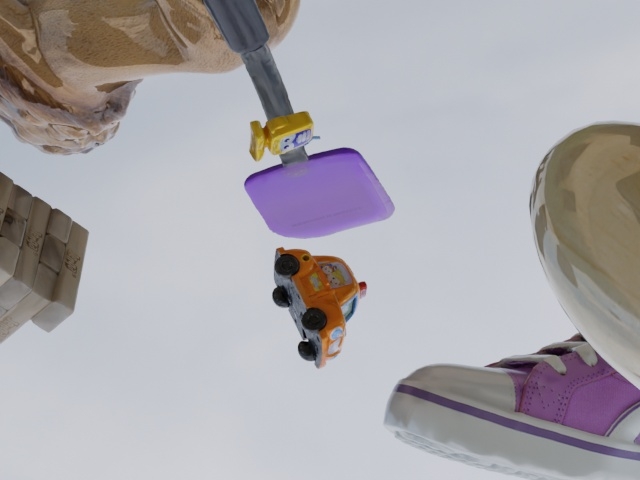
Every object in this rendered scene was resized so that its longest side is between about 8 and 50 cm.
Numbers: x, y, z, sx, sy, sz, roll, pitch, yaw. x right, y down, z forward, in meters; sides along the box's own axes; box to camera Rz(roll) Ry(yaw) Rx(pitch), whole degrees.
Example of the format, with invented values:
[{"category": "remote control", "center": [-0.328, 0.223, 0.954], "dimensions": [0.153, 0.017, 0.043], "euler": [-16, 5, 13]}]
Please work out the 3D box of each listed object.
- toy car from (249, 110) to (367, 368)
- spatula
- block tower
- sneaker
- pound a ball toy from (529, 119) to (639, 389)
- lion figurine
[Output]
[{"category": "toy car", "center": [0.000, 0.000, 0.792], "dimensions": [0.041, 0.122, 0.060], "euler": [-19, -135, -16]}, {"category": "spatula", "center": [-0.035, -0.097, 1.058], "dimensions": [0.084, 0.296, 0.030], "euler": [-16, -138, 12]}, {"category": "block tower", "center": [-0.314, -0.044, 1.140], "dimensions": [0.097, 0.335, 0.091], "euler": [-38, -150, 30]}, {"category": "sneaker", "center": [0.167, 0.054, 0.899], "dimensions": [0.282, 0.161, 0.102], "euler": [9, 176, -25]}, {"category": "pound a ball toy", "center": [0.098, -0.153, 0.327], "dimensions": [0.319, 0.208, 0.136], "euler": [-48, -149, -3]}, {"category": "lion figurine", "center": [-0.133, -0.166, 1.219], "dimensions": [0.392, 0.240, 0.142], "euler": [1, -138, 46]}]
